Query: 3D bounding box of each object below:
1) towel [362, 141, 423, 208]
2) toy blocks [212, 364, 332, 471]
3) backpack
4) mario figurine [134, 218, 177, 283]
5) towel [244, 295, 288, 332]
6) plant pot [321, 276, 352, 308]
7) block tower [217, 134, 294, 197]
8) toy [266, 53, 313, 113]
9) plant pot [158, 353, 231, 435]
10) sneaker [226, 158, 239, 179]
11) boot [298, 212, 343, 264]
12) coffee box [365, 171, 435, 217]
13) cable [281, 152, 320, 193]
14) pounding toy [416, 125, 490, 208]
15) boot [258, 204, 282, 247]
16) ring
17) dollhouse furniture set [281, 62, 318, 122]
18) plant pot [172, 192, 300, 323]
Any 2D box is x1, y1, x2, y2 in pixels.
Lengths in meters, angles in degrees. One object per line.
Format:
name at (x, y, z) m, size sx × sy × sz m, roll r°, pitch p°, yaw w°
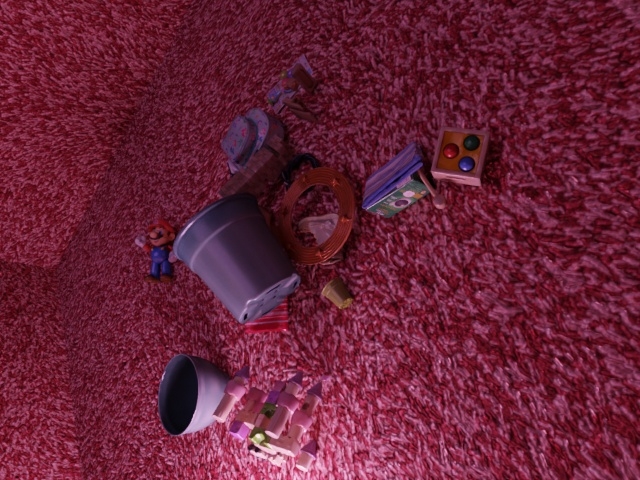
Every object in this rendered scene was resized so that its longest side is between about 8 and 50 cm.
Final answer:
towel at (0.202, -0.192, 1.425) m, size 0.209 × 0.034 × 0.285 m, roll -39°, pitch 9°, yaw 18°
toy blocks at (-0.125, 0.536, 1.604) m, size 0.288 × 0.309 × 0.260 m, roll 0°, pitch 45°, yaw 35°
backpack at (-0.271, -0.407, 2.043) m, size 0.253 × 0.191 × 0.225 m, roll -51°, pitch 46°, yaw 16°
mario figurine at (-0.806, 0.044, 2.463) m, size 0.170 × 0.198 × 0.320 m, roll 147°, pitch 122°, yaw -62°
towel at (-0.205, 0.198, 1.834) m, size 0.199 × 0.031 × 0.275 m, roll -8°, pitch 82°, yaw 31°
plant pot at (0.060, 0.173, 1.590) m, size 0.079 × 0.083 × 0.083 m, roll 49°, pitch 114°, yaw 29°
block tower at (-0.249, -0.252, 1.938) m, size 0.335 × 0.097 × 0.091 m, roll -47°, pitch 45°, yaw -3°
toy at (-0.142, -0.652, 2.066) m, size 0.237 × 0.056 × 0.137 m, roll -44°, pitch 52°, yaw 29°
plant pot at (-0.462, 0.587, 1.922) m, size 0.293 × 0.196 × 0.293 m, roll -16°, pitch 68°, yaw 43°
sneaker at (-0.360, -0.232, 2.133) m, size 0.153 × 0.101 × 0.268 m, roll -53°, pitch 49°, yaw 18°
boot at (0.000, 0.000, 1.703) m, size 0.213 × 0.077 × 0.165 m, roll -9°, pitch 74°, yaw 45°
coffee box at (0.229, -0.134, 1.471) m, size 0.184 × 0.113 × 0.040 m, roll -34°, pitch 57°, yaw 37°
cable at (-0.074, -0.243, 1.868) m, size 0.184 × 0.047 × 0.150 m, roll -19°, pitch 70°, yaw 38°
pounding toy at (0.337, -0.191, 1.333) m, size 0.181 × 0.094 × 0.206 m, roll 12°, pitch 87°, yaw 20°
boot at (-0.255, -0.011, 1.954) m, size 0.295 × 0.104 × 0.211 m, roll 44°, pitch 110°, yaw 40°
ring at (-0.027, -0.086, 1.675) m, size 0.336 × 0.032 × 0.336 m, roll -11°, pitch 73°, yaw 39°
dollhouse furniture set at (-0.051, -0.556, 1.896) m, size 0.123 × 0.144 × 0.151 m, roll 28°, pitch 84°, yaw 43°
plant pot at (-0.263, 0.077, 1.695) m, size 0.341 × 0.341 × 0.334 m, roll -47°, pitch 71°, yaw 27°
